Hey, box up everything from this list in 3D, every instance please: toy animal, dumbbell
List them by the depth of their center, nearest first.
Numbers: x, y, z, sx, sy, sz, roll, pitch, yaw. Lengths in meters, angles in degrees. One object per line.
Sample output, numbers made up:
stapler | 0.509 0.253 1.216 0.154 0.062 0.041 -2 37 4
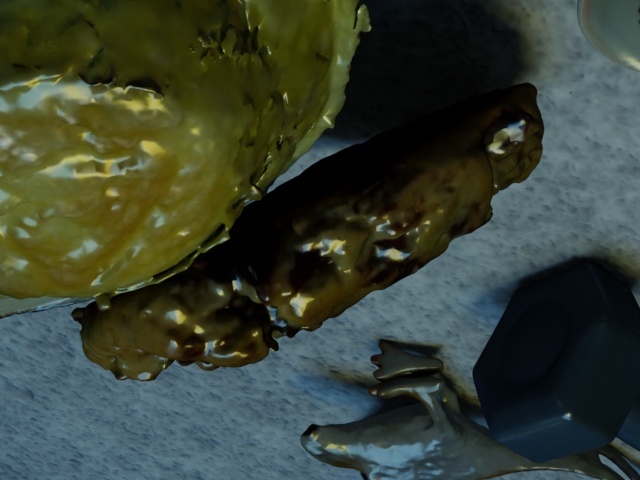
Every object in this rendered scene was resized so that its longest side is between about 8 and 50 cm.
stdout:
dumbbell | 0.278 0.149 1.447 0.316 0.156 0.143 31 175 -27
toy animal | 0.147 0.208 1.621 0.284 0.225 0.302 -18 130 12

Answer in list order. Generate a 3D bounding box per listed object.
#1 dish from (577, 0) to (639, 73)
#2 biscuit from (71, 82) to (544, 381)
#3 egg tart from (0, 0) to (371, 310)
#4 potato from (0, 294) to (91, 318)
dish | 0.246 -0.169 0.981 0.229 0.081 0.229 6 148 4
biscuit | 0.002 0.000 1.152 0.081 0.334 0.289 62 158 -8
egg tart | -0.134 -0.069 0.947 0.341 0.132 0.341 -4 143 -3
potato | -0.251 -0.044 1.305 0.246 0.196 0.299 -12 172 14
